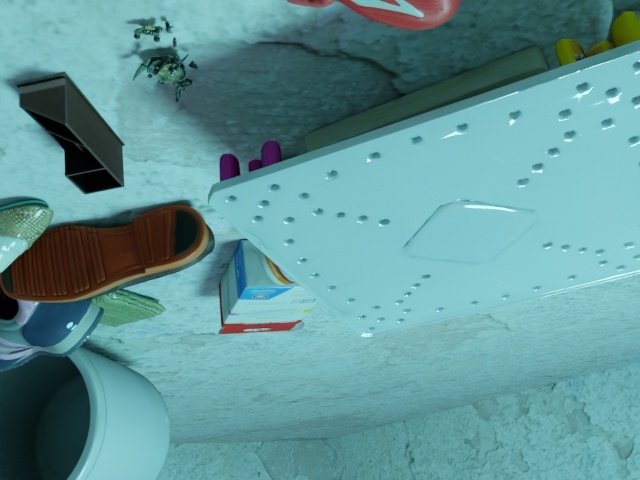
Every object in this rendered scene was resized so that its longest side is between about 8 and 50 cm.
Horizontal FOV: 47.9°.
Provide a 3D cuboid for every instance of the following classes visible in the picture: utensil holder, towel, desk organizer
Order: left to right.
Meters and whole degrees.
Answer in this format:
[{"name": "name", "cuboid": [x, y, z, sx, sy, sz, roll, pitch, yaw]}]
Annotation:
[{"name": "utensil holder", "cuboid": [-0.482, 0.349, 1.330, 0.327, 0.328, 0.385, -11, 161, 5]}, {"name": "desk organizer", "cuboid": [-0.227, -0.094, 0.669, 0.047, 0.050, 0.130, -11, 158, 4]}, {"name": "towel", "cuboid": [-0.335, 0.108, 1.168, 0.110, 0.027, 0.148, -17, 158, 22]}]

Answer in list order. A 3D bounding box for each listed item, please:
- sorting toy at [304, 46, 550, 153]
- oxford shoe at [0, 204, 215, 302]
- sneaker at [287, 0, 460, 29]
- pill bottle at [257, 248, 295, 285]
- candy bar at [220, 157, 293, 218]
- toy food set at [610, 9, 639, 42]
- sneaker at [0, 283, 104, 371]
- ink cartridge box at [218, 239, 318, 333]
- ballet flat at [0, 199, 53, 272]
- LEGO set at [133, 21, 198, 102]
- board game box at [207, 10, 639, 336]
[{"name": "sorting toy", "cuboid": [0.155, -0.075, 0.817, 0.257, 0.089, 0.255, -18, 157, 22]}, {"name": "oxford shoe", "cuboid": [-0.265, 0.030, 0.913, 0.271, 0.097, 0.098, -11, 164, 4]}, {"name": "sneaker", "cuboid": [0.003, -0.184, 0.440, 0.107, 0.118, 0.279, -23, 154, 33]}, {"name": "pill bottle", "cuboid": [0.000, 0.000, 0.946, 0.152, 0.086, 0.086, -18, 157, 24]}, {"name": "candy bar", "cuboid": [-0.068, -0.057, 0.870, 0.040, 0.018, 0.161, 2, 156, -35]}, {"name": "toy food set", "cuboid": [0.390, -0.111, 0.716, 0.219, 0.092, 0.306, 6, 160, 15]}, {"name": "sneaker", "cuboid": [-0.452, 0.109, 1.065, 0.319, 0.112, 0.131, -19, 126, 39]}, {"name": "ink cartridge box", "cuboid": [-0.081, 0.078, 1.120, 0.134, 0.078, 0.231, 0, 157, -20]}, {"name": "ballet flat", "cuboid": [-0.398, 0.013, 0.847, 0.206, 0.067, 0.073, -18, 157, 21]}, {"name": "LEGO set", "cuboid": [-0.131, -0.153, 0.607, 0.054, 0.023, 0.083, -4, 145, -18]}, {"name": "board game box", "cuboid": [0.149, -0.025, 0.738, 0.390, 0.050, 0.390, -16, 148, 19]}]
